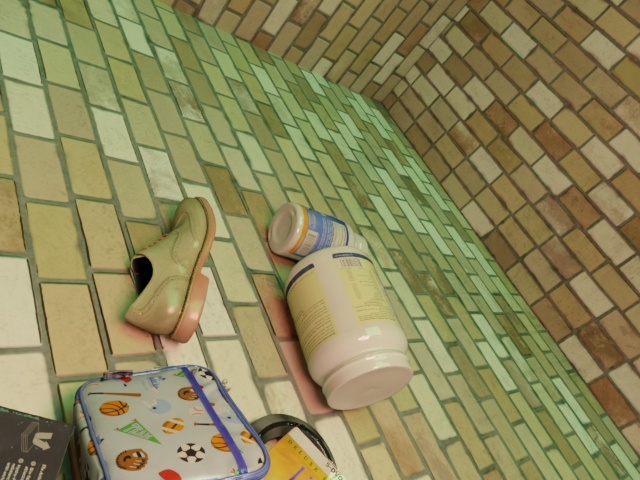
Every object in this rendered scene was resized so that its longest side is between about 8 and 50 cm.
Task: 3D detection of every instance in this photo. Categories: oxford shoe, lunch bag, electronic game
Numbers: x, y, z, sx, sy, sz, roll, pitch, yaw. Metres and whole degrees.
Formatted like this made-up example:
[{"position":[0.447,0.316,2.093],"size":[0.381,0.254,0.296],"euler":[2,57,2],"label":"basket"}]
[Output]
[{"position":[-0.313,0.026,1.100],"size":[0.147,0.140,0.397],"euler":[20,34,-23],"label":"oxford shoe"},{"position":[-0.219,0.291,0.762],"size":[0.243,0.114,0.303],"euler":[-1,20,-32],"label":"lunch bag"},{"position":[-0.061,0.434,0.962],"size":[0.229,0.048,0.229],"euler":[23,42,-23],"label":"electronic game"}]

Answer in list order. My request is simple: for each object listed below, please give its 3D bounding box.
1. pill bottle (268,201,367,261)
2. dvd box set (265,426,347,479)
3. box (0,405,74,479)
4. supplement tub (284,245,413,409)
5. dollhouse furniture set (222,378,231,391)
[{"position":[0.000,0.000,1.489],"size":[0.272,0.152,0.152],"euler":[19,37,-36],"label":"pill bottle"},{"position":[-0.075,0.492,0.692],"size":[0.308,0.062,0.420],"euler":[42,44,20],"label":"dvd box set"},{"position":[-0.422,0.301,0.654],"size":[0.158,0.093,0.156],"euler":[27,34,-24],"label":"box"},{"position":[0.062,0.200,1.222],"size":[0.236,0.235,0.324],"euler":[16,39,-39],"label":"supplement tub"},{"position":[-0.215,0.288,0.930],"size":[0.114,0.081,0.091],"euler":[13,41,-41],"label":"dollhouse furniture set"}]
